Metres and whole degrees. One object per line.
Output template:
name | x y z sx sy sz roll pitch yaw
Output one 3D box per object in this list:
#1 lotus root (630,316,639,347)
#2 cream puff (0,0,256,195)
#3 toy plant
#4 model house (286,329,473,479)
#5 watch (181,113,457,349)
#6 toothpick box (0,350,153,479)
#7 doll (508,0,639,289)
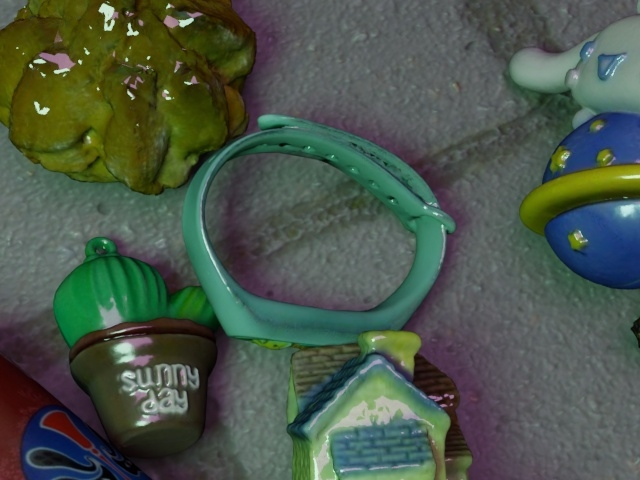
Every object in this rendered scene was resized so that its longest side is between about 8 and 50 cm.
lotus root | 0.347 0.041 1.043 0.191 0.094 0.108 -39 60 -7
cream puff | -0.168 -0.158 1.023 0.244 0.196 0.244 1 99 9
toy plant | -0.146 0.078 0.985 0.143 0.105 0.200 -3 58 -21
model house | 0.060 0.164 0.902 0.195 0.214 0.189 -5 80 -6
watch | 0.000 0.000 1.009 0.237 0.068 0.195 10 79 -20
toothpick box | -0.219 0.228 0.876 0.333 0.204 0.204 38 73 7
doll | 0.296 -0.086 0.989 0.160 0.311 0.242 27 61 -24
